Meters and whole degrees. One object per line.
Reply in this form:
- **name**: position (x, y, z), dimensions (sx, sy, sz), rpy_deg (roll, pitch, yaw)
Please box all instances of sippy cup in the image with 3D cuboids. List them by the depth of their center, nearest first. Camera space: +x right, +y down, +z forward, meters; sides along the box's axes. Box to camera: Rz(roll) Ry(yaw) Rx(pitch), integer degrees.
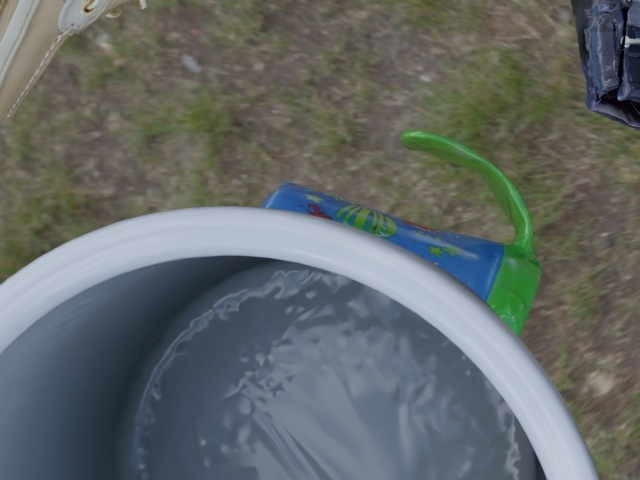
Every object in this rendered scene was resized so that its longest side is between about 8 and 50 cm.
- **sippy cup**: position (0.029, 0.070, 1.246), dimensions (0.224, 0.305, 0.240), rpy_deg (27, 138, 2)

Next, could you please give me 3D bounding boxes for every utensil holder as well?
- **utensil holder**: position (-0.016, 0.145, 0.839), dimensions (0.328, 0.385, 0.327), rpy_deg (0, 91, 7)

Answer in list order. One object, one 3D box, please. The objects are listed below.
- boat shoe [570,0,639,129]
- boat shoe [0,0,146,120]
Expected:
- **boat shoe**: position (0.426, -0.197, 1.811), dimensions (0.127, 0.341, 0.158), rpy_deg (-18, 69, 52)
- **boat shoe**: position (-0.078, -0.104, 0.526), dimensions (0.170, 0.059, 0.063), rpy_deg (-56, 38, 32)
